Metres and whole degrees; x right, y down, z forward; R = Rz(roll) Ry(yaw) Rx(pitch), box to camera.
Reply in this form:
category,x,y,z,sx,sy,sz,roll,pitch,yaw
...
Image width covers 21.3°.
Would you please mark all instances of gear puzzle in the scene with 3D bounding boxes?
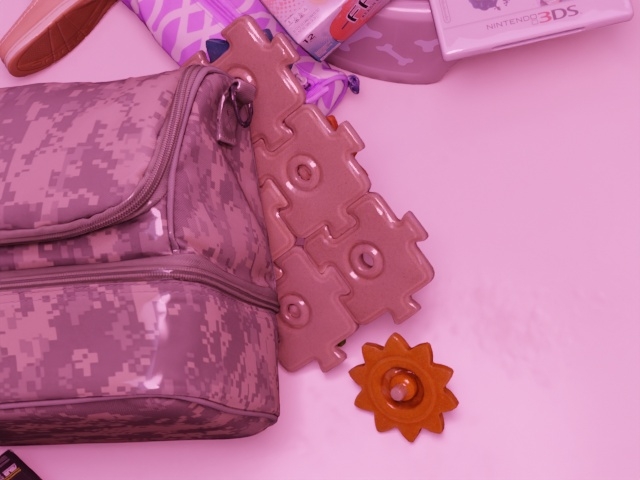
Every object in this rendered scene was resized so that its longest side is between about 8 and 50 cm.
category,x,y,z,sx,sy,sz,roll,pitch,yaw
gear puzzle,0.000,0.000,1.274,0.175,0.044,0.339,-36,90,33

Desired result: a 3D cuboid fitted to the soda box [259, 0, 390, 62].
category,x,y,z,sx,sy,sz,roll,pitch,yaw
soda box,0.041,-0.214,1.232,0.183,0.058,0.063,-41,72,8

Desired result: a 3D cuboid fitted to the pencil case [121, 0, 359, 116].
category,x,y,z,sx,sy,sz,roll,pitch,yaw
pencil case,-0.071,-0.159,1.329,0.206,0.088,0.086,42,83,12

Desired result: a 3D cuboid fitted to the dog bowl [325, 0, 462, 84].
category,x,y,z,sx,sy,sz,roll,pitch,yaw
dog bowl,0.084,-0.303,1.343,0.348,0.102,0.349,-1,78,4

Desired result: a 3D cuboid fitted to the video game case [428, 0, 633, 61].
category,x,y,z,sx,sy,sz,roll,pitch,yaw
video game case,0.143,-0.222,1.259,0.143,0.019,0.157,-13,77,1

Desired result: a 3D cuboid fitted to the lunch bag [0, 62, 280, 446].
category,x,y,z,sx,sy,sz,roll,pitch,yaw
lunch bag,-0.189,0.010,1.215,0.305,0.212,0.256,-5,76,20

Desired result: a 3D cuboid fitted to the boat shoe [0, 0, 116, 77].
category,x,y,z,sx,sy,sz,roll,pitch,yaw
boat shoe,-0.202,-0.203,1.364,0.059,0.063,0.170,40,74,14

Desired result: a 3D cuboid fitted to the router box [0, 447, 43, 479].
category,x,y,z,sx,sy,sz,roll,pitch,yaw
router box,-0.241,0.223,1.251,0.092,0.038,0.122,41,47,12
